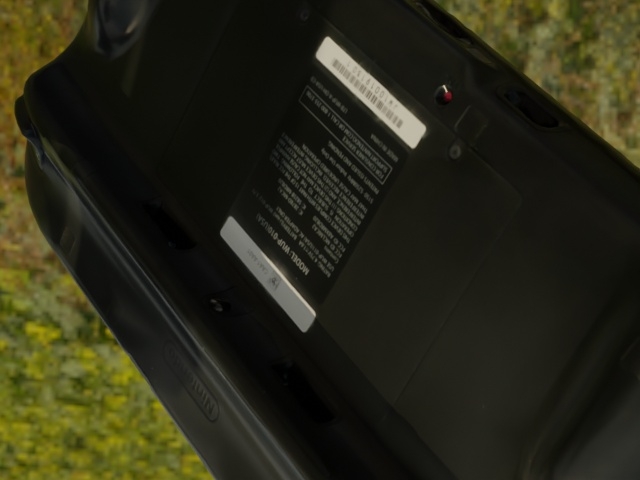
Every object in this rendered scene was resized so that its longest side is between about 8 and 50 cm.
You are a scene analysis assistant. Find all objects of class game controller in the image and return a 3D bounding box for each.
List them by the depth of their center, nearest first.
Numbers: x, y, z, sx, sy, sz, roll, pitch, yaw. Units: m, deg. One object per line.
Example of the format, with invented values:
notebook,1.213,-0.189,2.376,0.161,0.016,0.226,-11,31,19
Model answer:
game controller,0.000,0.000,0.433,0.067,0.166,0.319,17,-156,-50
